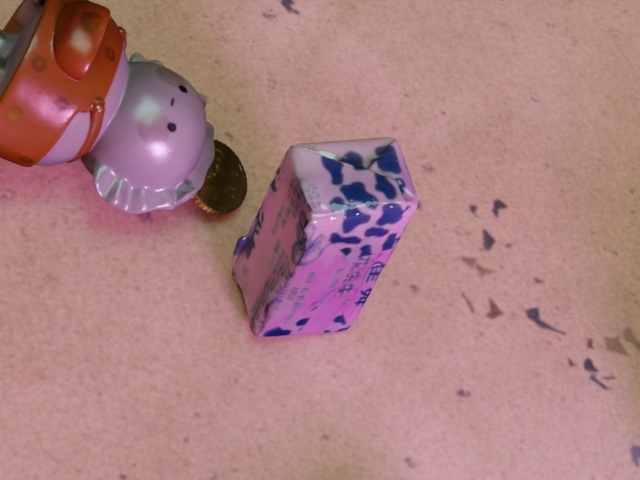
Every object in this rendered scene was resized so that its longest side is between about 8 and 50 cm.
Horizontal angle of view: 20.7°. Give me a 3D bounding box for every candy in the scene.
[{"bbox_3d":[0.000,0.000,1.266,0.092,0.160,0.073,-4,54,-25],"label":"candy"}]

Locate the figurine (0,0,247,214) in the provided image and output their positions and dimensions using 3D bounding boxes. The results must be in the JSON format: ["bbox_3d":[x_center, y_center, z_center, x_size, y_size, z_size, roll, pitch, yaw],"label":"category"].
[{"bbox_3d":[-0.172,-0.097,1.302,0.271,0.143,0.143,40,43,-34],"label":"figurine"}]
